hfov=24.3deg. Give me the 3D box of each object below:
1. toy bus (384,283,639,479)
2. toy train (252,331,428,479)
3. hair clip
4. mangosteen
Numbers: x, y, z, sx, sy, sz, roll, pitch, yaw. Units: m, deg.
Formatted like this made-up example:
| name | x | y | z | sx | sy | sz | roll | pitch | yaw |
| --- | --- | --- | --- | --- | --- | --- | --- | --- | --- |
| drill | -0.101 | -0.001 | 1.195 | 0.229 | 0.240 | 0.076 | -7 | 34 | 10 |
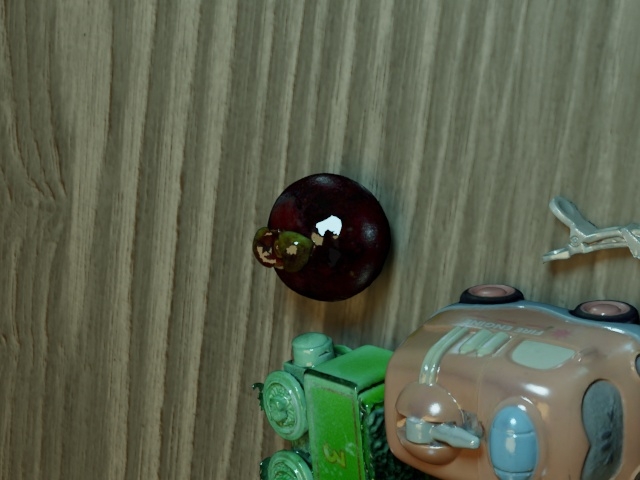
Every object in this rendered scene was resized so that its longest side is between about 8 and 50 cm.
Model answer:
| name | x | y | z | sx | sy | sz | roll | pitch | yaw |
| --- | --- | --- | --- | --- | --- | --- | --- | --- | --- |
| toy bus | 0.197 | 0.166 | 1.518 | 0.288 | 0.232 | 0.194 | 10 | 106 | 36 |
| toy train | 0.030 | 0.229 | 1.702 | 0.188 | 0.132 | 0.243 | 14 | 115 | 47 |
| hair clip | 0.326 | -0.003 | 1.492 | 0.226 | 0.034 | 0.072 | 6 | 106 | 34 |
| mangosteen | 0.000 | 0.000 | 1.660 | 0.153 | 0.152 | 0.152 | 12 | 110 | 33 |
